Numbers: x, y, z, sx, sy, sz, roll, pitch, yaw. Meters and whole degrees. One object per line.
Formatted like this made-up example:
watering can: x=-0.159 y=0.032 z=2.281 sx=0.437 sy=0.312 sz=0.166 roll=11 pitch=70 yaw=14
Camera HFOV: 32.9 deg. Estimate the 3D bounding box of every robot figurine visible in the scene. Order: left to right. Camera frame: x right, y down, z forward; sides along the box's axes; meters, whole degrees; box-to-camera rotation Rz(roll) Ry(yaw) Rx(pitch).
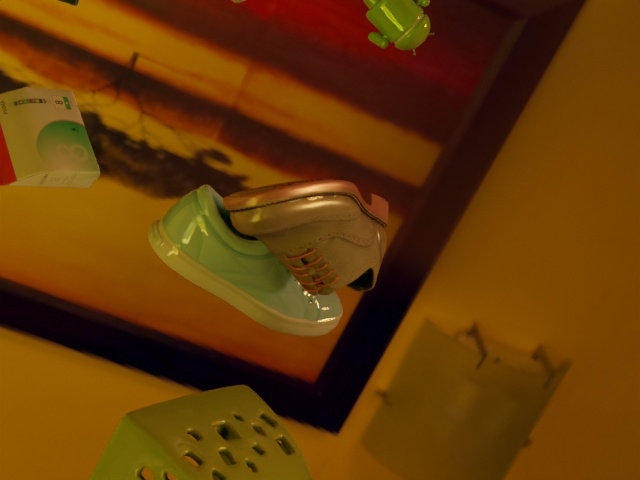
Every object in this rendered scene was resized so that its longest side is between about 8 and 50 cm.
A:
robot figurine: x=0.114 y=-0.330 z=1.601 sx=0.115 sy=0.101 sz=0.067 roll=44 pitch=178 yaw=-9

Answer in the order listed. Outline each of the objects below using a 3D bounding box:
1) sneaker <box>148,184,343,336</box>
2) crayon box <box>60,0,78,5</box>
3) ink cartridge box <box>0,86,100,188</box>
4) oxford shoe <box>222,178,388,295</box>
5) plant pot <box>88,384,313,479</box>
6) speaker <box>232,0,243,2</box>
sneaker: x=-0.078 y=0.032 z=1.671 sx=0.366 sy=0.150 sz=0.135 roll=27 pitch=-150 yaw=-36
crayon box: x=-0.397 y=-0.433 z=1.413 sx=0.203 sy=0.083 sz=0.323 roll=14 pitch=-146 yaw=-17
ink cartridge box: x=-0.486 y=-0.170 z=1.747 sx=0.224 sy=0.056 sz=0.181 roll=1 pitch=-126 yaw=-40
oxford shoe: x=0.000 y=0.000 z=1.500 sx=0.140 sy=0.146 sz=0.397 roll=-7 pitch=172 yaw=28
plant pot: x=-0.118 y=0.314 z=1.171 sx=0.207 sy=0.228 sz=0.227 roll=35 pitch=-161 yaw=26
speaker: x=-0.156 y=-0.409 z=1.608 sx=0.136 sy=0.055 sz=0.055 roll=30 pitch=-166 yaw=-49
